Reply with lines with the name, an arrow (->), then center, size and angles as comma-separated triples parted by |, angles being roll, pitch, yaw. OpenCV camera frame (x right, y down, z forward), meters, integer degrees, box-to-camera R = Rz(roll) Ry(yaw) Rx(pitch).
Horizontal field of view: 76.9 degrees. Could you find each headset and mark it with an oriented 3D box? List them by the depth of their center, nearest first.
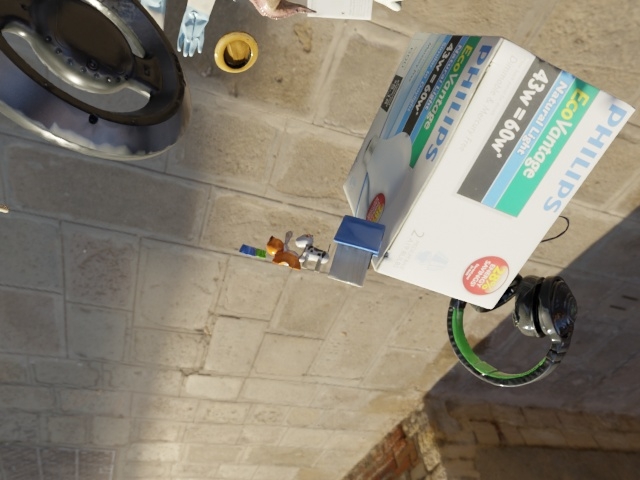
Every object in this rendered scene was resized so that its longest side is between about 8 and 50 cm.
headset -> 0.392, 0.108, 0.833 | 0.185, 0.243, 0.394 | 10, 101, -41

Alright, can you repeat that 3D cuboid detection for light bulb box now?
light bulb box -> 0.230, -0.144, 0.717 | 0.225, 0.361, 0.357 | 18, 114, -14

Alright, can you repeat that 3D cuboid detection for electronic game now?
electronic game -> -0.221, -0.179, 0.375 | 0.048, 0.229, 0.229 | -25, 130, 31

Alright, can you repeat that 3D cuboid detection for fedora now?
fedora -> -0.343, -0.770, 1.619 | 0.194, 0.079, 0.194 | -20, 158, -8

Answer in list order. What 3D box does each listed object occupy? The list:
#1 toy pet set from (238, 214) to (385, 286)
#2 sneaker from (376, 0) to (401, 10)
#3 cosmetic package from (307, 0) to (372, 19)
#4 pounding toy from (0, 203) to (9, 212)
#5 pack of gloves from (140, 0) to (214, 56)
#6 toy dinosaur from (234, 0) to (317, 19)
toy pet set -> 0.000, 0.000, 0.394 | 0.114, 0.122, 0.065 | 16, 87, 10
sneaker -> 0.139, -0.490, 0.688 | 0.118, 0.292, 0.110 | 34, 96, -10
cosmetic package -> 0.068, -0.862, 1.449 | 0.231, 0.085, 0.117 | 0, 117, -4
pounding toy -> -0.559, -0.093, 0.588 | 0.130, 0.141, 0.100 | 4, 95, -16
pack of gloves -> -0.420, -0.670, 1.169 | 0.195, 0.046, 0.232 | 5, 120, -39
toy dinosaur -> -0.153, -0.632, 0.990 | 0.127, 0.200, 0.296 | -11, 138, 46
